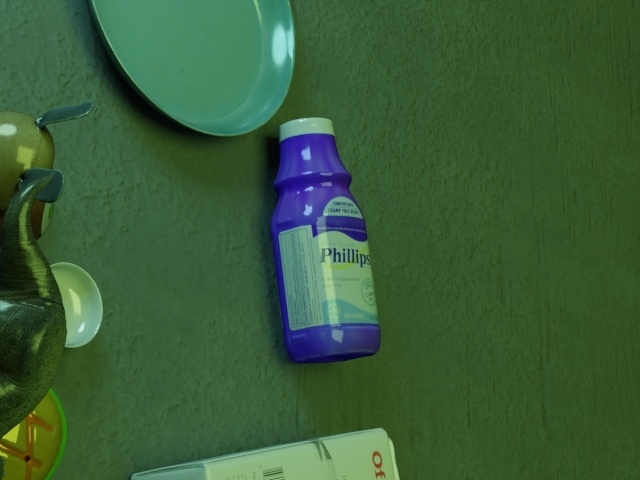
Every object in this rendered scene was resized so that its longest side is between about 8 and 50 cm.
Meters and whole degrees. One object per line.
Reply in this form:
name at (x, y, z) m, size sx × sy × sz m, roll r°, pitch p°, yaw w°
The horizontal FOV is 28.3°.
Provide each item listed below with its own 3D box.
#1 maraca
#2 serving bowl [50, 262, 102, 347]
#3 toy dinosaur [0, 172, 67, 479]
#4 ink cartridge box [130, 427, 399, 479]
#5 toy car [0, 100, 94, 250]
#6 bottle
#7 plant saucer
maraca at (-0.302, 0.181, 1.069) m, size 0.186 × 0.099 × 0.127 m, roll -33°, pitch 93°, yaw -24°
serving bowl at (-0.250, 0.064, 1.217) m, size 0.083 × 0.027 × 0.083 m, roll 19°, pitch 64°, yaw -44°
toy dinosaur at (-0.276, 0.097, 1.005) m, size 0.160 × 0.121 × 0.313 m, roll 31°, pitch 67°, yaw -1°
ink cartridge box at (-0.041, 0.317, 1.308) m, size 0.283 × 0.117 × 0.207 m, roll 0°, pitch 78°, yaw -49°
toy car at (-0.266, -0.060, 1.113) m, size 0.149 × 0.188 × 0.155 m, roll 34°, pitch 54°, yaw -38°
bottle at (0.000, 0.000, 1.480) m, size 0.118 × 0.092 × 0.283 m, roll 5°, pitch 74°, yaw -48°
plant saucer at (-0.150, -0.266, 1.433) m, size 0.317 × 0.044 × 0.317 m, roll 18°, pitch 65°, yaw -45°
